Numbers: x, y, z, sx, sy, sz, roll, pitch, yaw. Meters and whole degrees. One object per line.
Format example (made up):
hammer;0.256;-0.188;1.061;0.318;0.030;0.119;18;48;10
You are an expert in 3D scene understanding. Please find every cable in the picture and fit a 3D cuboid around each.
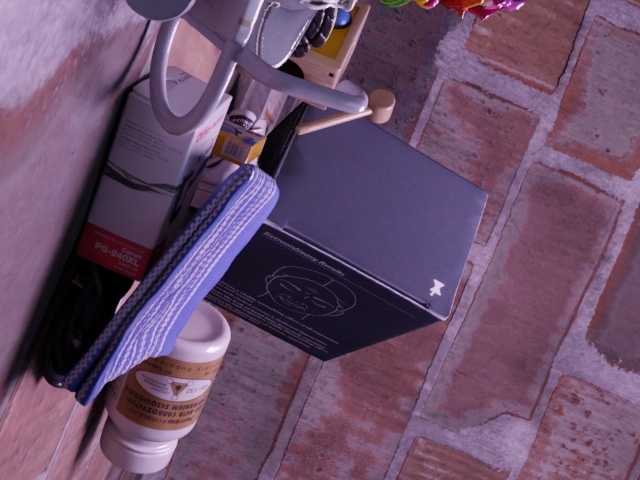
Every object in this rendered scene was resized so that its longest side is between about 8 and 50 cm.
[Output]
cable;-0.199;0.057;0.882;0.184;0.047;0.151;-70;-176;-71

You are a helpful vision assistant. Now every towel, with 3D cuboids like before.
towel;-0.122;0.034;0.917;0.243;0.040;0.336;-52;180;1

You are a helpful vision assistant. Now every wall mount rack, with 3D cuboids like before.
wall mount rack;-0.029;-0.249;0.704;0.304;0.130;0.350;46;-62;48

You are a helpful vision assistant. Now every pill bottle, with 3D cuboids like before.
pill bottle;-0.217;0.195;1.272;0.131;0.131;0.229;-68;-178;-66

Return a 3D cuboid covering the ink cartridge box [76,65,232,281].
ink cartridge box;-0.138;-0.058;0.796;0.109;0.063;0.150;-66;-179;-66

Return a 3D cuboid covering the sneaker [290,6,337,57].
sneaker;-0.004;-0.357;1.046;0.121;0.111;0.300;-88;-161;-46

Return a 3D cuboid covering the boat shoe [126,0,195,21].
boat shoe;-0.069;-0.224;0.564;0.083;0.065;0.183;-82;-161;-63

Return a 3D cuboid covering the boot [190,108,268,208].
boot;-0.118;-0.105;1.176;0.258;0.095;0.123;-116;-138;-78

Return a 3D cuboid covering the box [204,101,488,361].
box;0.000;0.000;1.402;0.395;0.293;0.212;-30;-147;62

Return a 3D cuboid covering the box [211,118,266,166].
box;-0.107;-0.116;1.056;0.136;0.081;0.028;-71;-176;-76

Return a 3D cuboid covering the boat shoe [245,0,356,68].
boat shoe;-0.007;-0.269;0.932;0.116;0.099;0.319;-34;163;-39

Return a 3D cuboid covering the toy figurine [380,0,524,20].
toy figurine;0.105;-0.222;0.744;0.130;0.159;0.173;-58;-142;28

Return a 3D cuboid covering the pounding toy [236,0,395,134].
pounding toy;0.006;-0.224;1.191;0.094;0.206;0.181;114;-1;-56
